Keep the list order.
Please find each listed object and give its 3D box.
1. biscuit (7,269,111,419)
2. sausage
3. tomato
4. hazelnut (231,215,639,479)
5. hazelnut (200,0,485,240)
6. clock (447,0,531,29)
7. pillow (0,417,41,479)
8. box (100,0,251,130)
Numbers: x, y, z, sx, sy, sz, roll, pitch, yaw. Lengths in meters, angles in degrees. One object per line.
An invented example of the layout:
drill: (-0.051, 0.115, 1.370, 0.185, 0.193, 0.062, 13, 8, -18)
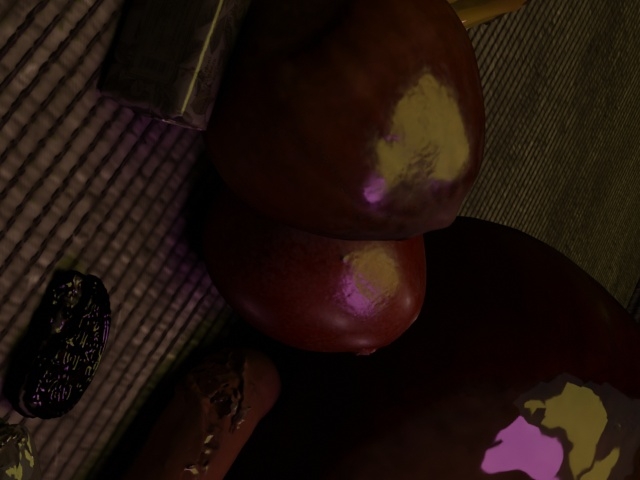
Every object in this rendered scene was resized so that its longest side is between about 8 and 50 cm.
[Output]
biscuit: (-0.154, 0.063, 0.946, 0.087, 0.027, 0.089, -37, 142, -61)
sausage: (-0.112, 0.170, 1.096, 0.304, 0.078, 0.078, -52, 153, -47)
tomato: (0.000, 0.000, 1.110, 0.167, 0.167, 0.167, 18, 90, -72)
hazelnut: (0.105, 0.180, 1.321, 0.359, 0.359, 0.409, -43, 157, -56)
hazelnut: (0.023, -0.087, 0.974, 0.182, 0.182, 0.182, 18, 90, -72)
clock: (0.076, -0.216, 1.031, 0.277, 0.293, 0.071, 0, 64, -46)
pillow: (-0.211, 0.191, 0.859, 0.208, 0.053, 0.119, -52, 151, -39)
box: (-0.083, -0.117, 0.927, 0.098, 0.062, 0.045, -69, 157, -2)
